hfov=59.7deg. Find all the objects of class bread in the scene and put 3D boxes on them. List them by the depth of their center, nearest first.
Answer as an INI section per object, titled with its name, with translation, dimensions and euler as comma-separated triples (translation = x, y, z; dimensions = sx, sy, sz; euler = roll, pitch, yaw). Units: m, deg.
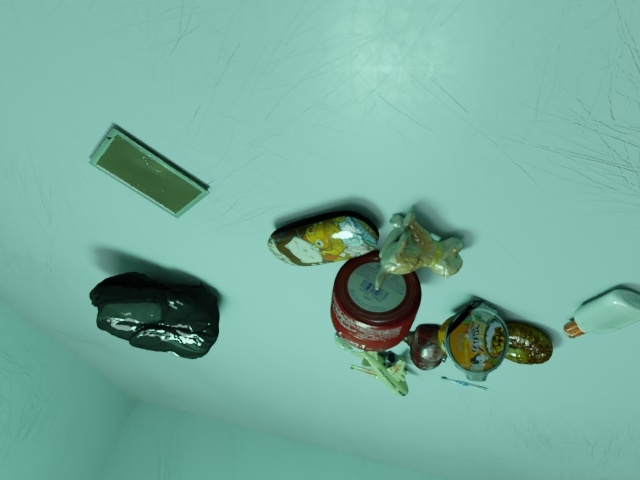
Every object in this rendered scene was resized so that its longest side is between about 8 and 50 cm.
[bread]
translation = 0.547, 0.288, 1.540
dimensions = 0.193, 0.064, 0.193
euler = 17, 151, 10

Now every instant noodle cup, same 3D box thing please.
[instant noodle cup]
translation = 0.393, 0.263, 1.494
dimensions = 0.177, 0.208, 0.125
euler = 20, 170, -9

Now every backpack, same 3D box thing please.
[backpack]
translation = -0.577, 0.256, 1.941
dimensions = 0.445, 0.255, 0.363
euler = 13, 152, -17

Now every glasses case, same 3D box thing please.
[glasses case]
translation = 0.000, 0.000, 1.371
dimensions = 0.321, 0.082, 0.122
euler = -13, 138, 42

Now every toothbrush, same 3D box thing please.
[toothbrush]
translation = 0.499, 0.501, 1.947
dimensions = 0.162, 0.014, 0.017
euler = 12, 167, 11

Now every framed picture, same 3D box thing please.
[framed picture]
translation = -0.437, -0.165, 1.422
dimensions = 0.273, 0.016, 0.216
euler = 35, 146, -24

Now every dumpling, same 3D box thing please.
[dumpling]
translation = 0.076, 0.356, 1.929
dimensions = 0.077, 0.043, 0.059
euler = 20, 166, -16

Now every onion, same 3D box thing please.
[onion]
translation = 0.321, 0.340, 1.711
dimensions = 0.151, 0.098, 0.206
euler = 8, 148, 16

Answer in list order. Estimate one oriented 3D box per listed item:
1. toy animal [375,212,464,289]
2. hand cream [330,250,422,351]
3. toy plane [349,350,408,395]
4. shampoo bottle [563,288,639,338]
[toy animal]
translation = 0.224, 0.056, 1.253
dimensions = 0.185, 0.184, 0.104
euler = 26, 174, -24
[hand cream]
translation = 0.135, 0.150, 1.396
dimensions = 0.230, 0.230, 0.149
euler = 14, 148, 9
[toy plane]
translation = 0.225, 0.451, 1.935
dimensions = 0.256, 0.104, 0.242
euler = 38, 142, -27
[shampoo bottle]
translation = 0.661, 0.181, 1.315
dimensions = 0.108, 0.051, 0.221
euler = 22, 149, -8
